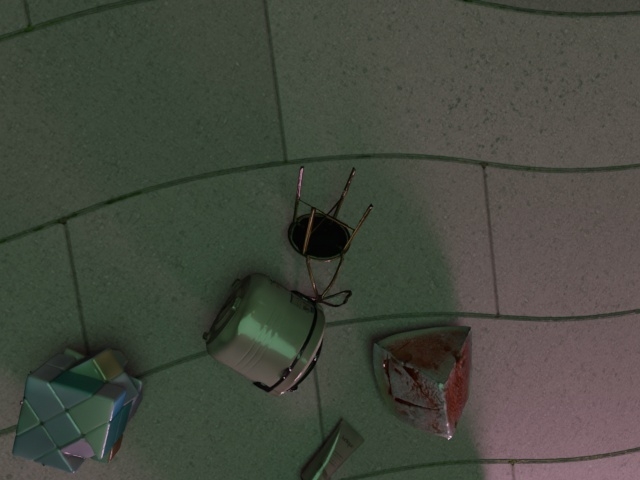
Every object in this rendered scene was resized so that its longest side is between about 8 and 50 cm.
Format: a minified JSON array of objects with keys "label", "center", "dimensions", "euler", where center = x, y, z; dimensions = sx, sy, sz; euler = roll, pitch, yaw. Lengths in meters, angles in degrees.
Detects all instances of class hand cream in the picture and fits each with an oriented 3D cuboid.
[{"label":"hand cream","center":[0.021,0.533,1.400],"dimensions":[0.186,0.054,0.087],"euler":[-47,107,-12]}]

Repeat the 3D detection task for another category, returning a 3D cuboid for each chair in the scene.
[{"label":"chair","center":[0.000,0.000,1.310],"dimensions":[0.160,0.170,0.325],"euler":[-4,139,-17]}]

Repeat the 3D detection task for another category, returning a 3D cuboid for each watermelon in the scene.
[{"label":"watermelon","center":[0.279,0.325,1.363],"dimensions":[0.262,0.201,0.212],"euler":[-13,106,-15]}]

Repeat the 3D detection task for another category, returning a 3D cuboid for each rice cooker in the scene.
[{"label":"rice cooker","center":[-0.111,0.203,1.254],"dimensions":[0.244,0.226,0.226],"euler":[32,87,-11]}]

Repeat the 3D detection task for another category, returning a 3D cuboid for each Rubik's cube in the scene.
[{"label":"Rubik's cube","center":[-0.491,0.327,1.191],"dimensions":[0.225,0.213,0.265],"euler":[18,102,1]}]
